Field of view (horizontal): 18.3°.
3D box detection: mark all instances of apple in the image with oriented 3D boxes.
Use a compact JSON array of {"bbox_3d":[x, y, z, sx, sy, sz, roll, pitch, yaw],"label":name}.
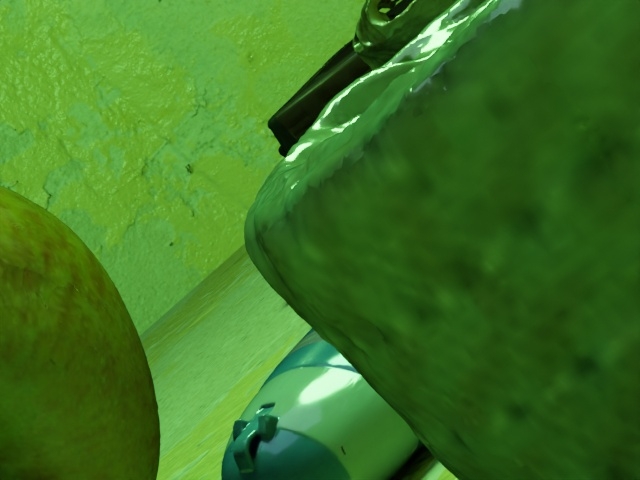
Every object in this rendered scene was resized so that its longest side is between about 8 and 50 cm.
[{"bbox_3d":[-0.306,0.148,1.471,0.400,0.400,0.333,-42,43,-8],"label":"apple"}]

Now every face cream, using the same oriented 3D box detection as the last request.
[{"bbox_3d":[0.038,0.069,1.123,0.149,0.083,0.264,-21,19,47],"label":"face cream"}]

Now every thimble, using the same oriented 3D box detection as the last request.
[{"bbox_3d":[0.133,-0.033,0.688,0.291,0.195,0.291,-42,6,5],"label":"thimble"}]

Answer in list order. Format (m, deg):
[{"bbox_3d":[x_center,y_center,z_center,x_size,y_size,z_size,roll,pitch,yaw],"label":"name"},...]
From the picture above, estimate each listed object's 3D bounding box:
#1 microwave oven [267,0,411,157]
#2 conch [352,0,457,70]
[{"bbox_3d":[0.089,-0.113,1.771,0.188,0.178,0.247,-39,5,25],"label":"microwave oven"},{"bbox_3d":[0.114,-0.066,1.288,0.210,0.159,0.291,-1,-13,23],"label":"conch"}]
